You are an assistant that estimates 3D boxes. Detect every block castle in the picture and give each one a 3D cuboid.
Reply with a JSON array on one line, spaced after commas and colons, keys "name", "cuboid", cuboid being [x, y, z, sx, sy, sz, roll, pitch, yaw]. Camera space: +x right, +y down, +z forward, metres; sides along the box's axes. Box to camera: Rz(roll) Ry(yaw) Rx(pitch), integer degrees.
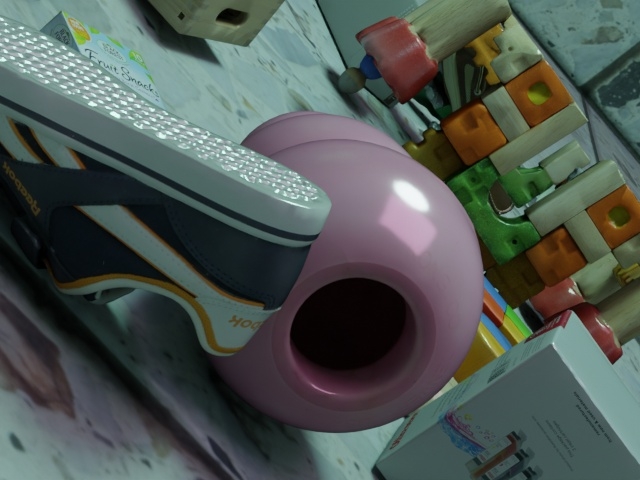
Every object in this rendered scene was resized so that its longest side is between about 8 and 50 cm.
[{"name": "block castle", "cuboid": [0.205, -0.067, 1.796, 0.453, 0.213, 0.303, 56, 5, -7]}]

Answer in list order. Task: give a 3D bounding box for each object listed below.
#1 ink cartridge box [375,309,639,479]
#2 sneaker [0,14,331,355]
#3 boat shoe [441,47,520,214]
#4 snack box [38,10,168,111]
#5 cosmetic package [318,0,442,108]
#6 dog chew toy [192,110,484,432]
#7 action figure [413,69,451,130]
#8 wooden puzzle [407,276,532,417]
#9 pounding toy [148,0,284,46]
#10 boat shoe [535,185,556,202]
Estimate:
[{"name": "ink cartridge box", "cuboid": [0.157, 0.164, 1.259, 0.127, 0.176, 0.128, 54, 18, 0]}, {"name": "sneaker", "cuboid": [-0.156, -0.041, 0.999, 0.321, 0.127, 0.126, 31, 18, 19]}, {"name": "boat shoe", "cuboid": [0.217, -0.139, 1.990, 0.095, 0.095, 0.257, 18, -47, 47]}, {"name": "snack box", "cuboid": [-0.157, -0.101, 1.224, 0.100, 0.037, 0.141, 28, 29, -54]}, {"name": "cosmetic package", "cuboid": [0.079, -0.300, 2.063, 0.107, 0.127, 0.238, 38, 20, -39]}, {"name": "dog chew toy", "cuboid": [0.000, 0.000, 1.177, 0.206, 0.206, 0.332, 44, 10, -22]}, {"name": "action figure", "cuboid": [0.188, -0.173, 2.137, 0.232, 0.137, 0.063, 53, 39, -24]}, {"name": "wooden puzzle", "cuboid": [0.196, 0.161, 1.520, 0.322, 0.080, 0.348, 51, 18, -3]}, {"name": "pounding toy", "cuboid": [-0.157, -0.287, 1.516, 0.206, 0.094, 0.181, 48, 20, 19]}, {"name": "boat shoe", "cuboid": [0.325, 0.002, 2.103, 0.103, 0.113, 0.302, 49, 18, -26]}]
